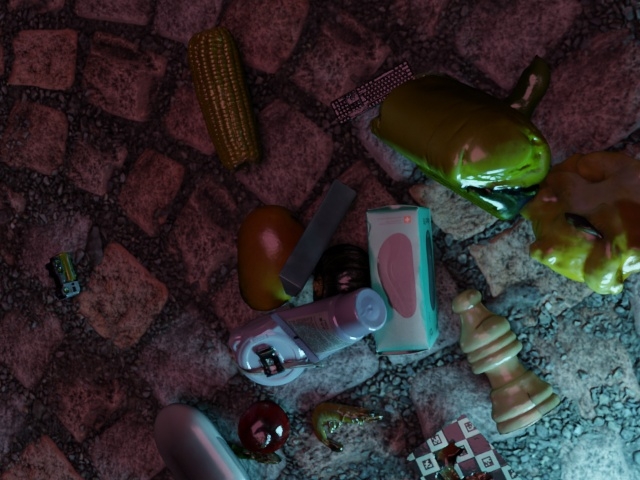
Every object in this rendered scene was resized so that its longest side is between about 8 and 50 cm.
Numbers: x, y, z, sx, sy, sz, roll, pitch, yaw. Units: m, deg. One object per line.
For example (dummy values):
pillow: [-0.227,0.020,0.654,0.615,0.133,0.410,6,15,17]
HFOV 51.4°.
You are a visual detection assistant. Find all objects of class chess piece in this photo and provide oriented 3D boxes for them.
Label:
chess piece: [0.380,0.253,1.458,0.139,0.124,0.307,-39,76,46]

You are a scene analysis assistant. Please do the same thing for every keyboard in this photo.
keyboard: [0.123,-0.343,1.549,0.204,0.013,0.061,-26,85,15]

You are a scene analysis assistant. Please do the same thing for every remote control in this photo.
remote control: [-0.291,0.548,1.634,0.332,0.103,0.221,53,130,9]

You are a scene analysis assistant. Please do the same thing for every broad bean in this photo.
broad bean: [0.425,-0.247,1.452,0.098,0.056,0.318,14,101,8]

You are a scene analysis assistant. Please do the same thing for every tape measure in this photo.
tape measure: [-0.108,0.258,1.562,0.196,0.105,0.178,-29,114,11]

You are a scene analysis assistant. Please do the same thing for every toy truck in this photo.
toy truck: [-0.681,0.093,1.761,0.052,0.063,0.123,-21,87,37]

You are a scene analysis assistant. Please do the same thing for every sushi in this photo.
sushi: [0.346,0.548,1.506,0.192,0.043,0.279,-43,81,12]

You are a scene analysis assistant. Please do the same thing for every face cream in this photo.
face cream: [0.017,0.180,1.403,0.154,0.096,0.274,48,137,-14]

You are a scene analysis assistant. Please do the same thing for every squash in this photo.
squash: [0.055,0.105,1.498,0.156,0.193,0.193,24,99,-9]

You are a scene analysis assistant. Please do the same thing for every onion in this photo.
onion: [-0.136,0.450,1.595,0.131,0.131,0.131,1,92,15]

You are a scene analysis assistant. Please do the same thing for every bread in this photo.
bread: [0.286,-0.201,1.338,0.251,0.376,0.208,25,105,-32]

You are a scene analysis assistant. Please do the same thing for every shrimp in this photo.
shrimp: [0.061,0.450,1.586,0.178,0.034,0.124,2,95,17]

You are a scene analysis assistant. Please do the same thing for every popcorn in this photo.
popcorn: [0.560,-0.029,1.327,0.315,0.281,0.297,4,62,1]

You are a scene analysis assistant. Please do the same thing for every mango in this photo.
mango: [-0.108,0.043,1.566,0.175,0.139,0.255,4,102,21]

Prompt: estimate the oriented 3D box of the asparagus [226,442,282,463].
asparagus: [-0.172,0.531,1.654,0.165,0.030,0.036,4,75,16]

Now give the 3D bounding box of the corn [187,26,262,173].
corn: [-0.226,-0.334,1.588,0.131,0.131,0.345,-17,89,15]

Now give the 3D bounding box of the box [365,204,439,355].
box: [0.184,0.079,1.451,0.118,0.205,0.311,-4,90,18]

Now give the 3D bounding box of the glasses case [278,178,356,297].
glasses case: [0.000,0.000,1.484,0.056,0.105,0.266,22,66,19]
